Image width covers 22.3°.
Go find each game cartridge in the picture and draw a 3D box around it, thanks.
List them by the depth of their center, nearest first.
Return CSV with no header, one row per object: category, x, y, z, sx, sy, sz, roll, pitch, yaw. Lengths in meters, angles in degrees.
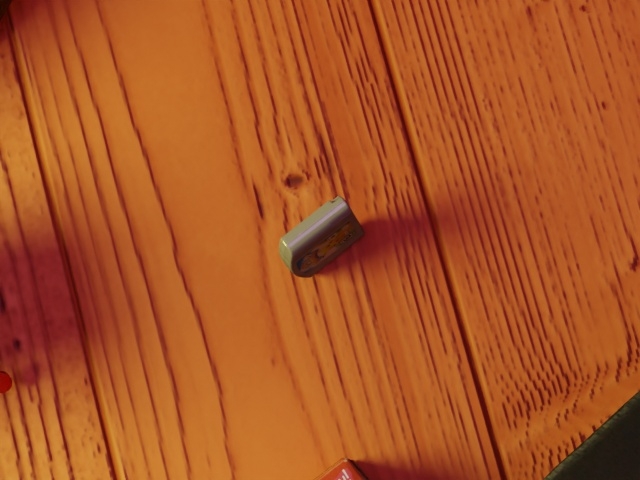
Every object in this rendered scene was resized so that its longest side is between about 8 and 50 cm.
game cartridge,0.000,0.000,1.056,0.056,0.083,0.017,-35,75,1

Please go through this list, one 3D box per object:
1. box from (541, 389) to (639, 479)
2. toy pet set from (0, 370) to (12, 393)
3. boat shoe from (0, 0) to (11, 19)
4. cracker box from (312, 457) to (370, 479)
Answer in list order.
box,0.303,0.290,0.775,0.480,0.297,0.472,-39,63,-13
toy pet set,-0.290,0.090,1.098,0.122,0.065,0.114,-42,115,2
boat shoe,-0.361,-0.118,1.095,0.342,0.123,0.123,-38,79,7
cracker box,0.027,0.274,1.022,0.155,0.067,0.232,-38,79,-1
